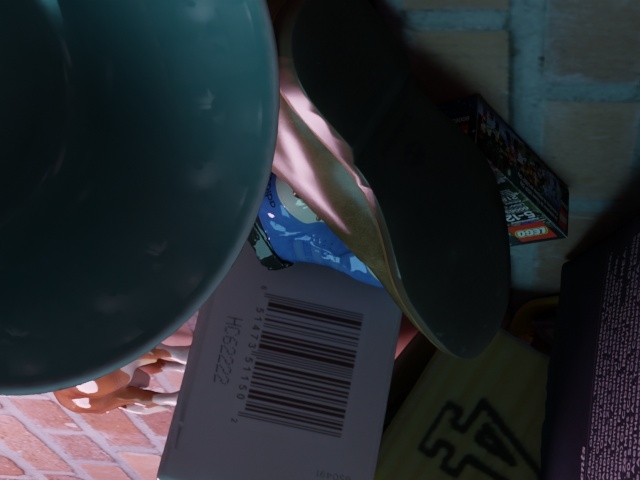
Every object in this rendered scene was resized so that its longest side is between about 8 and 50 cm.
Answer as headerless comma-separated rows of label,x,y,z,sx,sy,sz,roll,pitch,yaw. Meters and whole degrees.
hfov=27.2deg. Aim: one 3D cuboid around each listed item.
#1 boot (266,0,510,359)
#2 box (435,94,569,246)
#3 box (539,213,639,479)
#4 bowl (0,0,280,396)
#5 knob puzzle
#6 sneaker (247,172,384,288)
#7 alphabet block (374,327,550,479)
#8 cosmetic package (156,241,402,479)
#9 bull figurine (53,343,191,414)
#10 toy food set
boot,0.032,-0.042,0.898,0.115,0.112,0.305,3,136,46
box,0.055,-0.035,1.031,0.233,0.044,0.159,-10,150,33
box,0.439,0.143,0.917,0.479,0.297,0.472,7,168,-2
bowl,-0.193,-0.081,0.741,0.311,0.312,0.163,28,168,-40
knob puzzle,0.080,0.168,1.354,0.030,0.213,0.213,25,165,27
sneaker,0.000,-0.001,0.992,0.084,0.058,0.152,-22,138,38
alphabet block,0.160,0.215,1.252,0.193,0.197,0.192,30,163,14
cosmetic package,-0.046,0.177,1.191,0.161,0.230,0.453,12,155,-1
bull figurine,-0.214,0.101,1.341,0.188,0.101,0.310,6,156,-4
toy food set,0.277,0.100,1.248,0.218,0.071,0.128,-12,151,35
